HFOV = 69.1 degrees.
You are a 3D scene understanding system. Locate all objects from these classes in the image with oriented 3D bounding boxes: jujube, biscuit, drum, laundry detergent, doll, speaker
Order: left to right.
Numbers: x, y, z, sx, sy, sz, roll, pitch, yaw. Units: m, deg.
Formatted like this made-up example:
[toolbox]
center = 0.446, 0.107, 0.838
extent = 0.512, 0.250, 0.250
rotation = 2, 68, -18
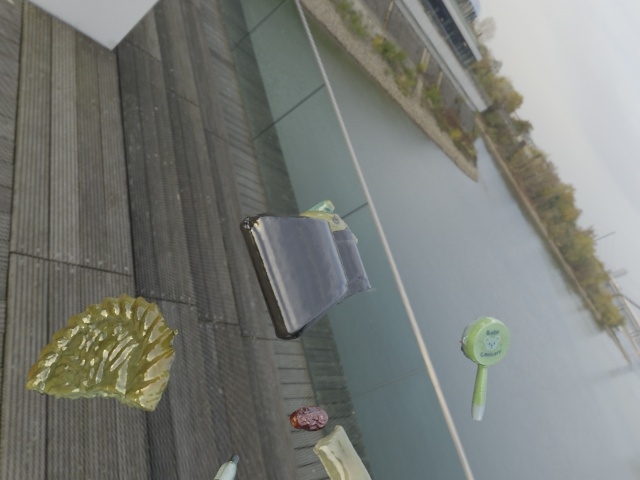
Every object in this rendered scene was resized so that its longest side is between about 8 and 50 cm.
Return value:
[biscuit]
center = -0.345, 0.169, 0.749
extent = 0.036, 0.274, 0.187
rotation = 59, 34, -49
[laundry detergent]
center = -0.395, 0.974, 1.882
extent = 0.225, 0.070, 0.099
rotation = -59, 148, -53
[jujube]
center = -0.038, 0.536, 1.395
extent = 0.129, 0.077, 0.077
rotation = 16, 49, -45
[speaker]
center = -0.002, 0.044, 0.804
extent = 0.388, 0.184, 0.179
rotation = 86, -15, -84
[doll]
center = 0.000, 0.000, 1.182
extent = 0.177, 0.162, 0.260
rotation = 56, 6, -8
[drum]
center = 0.407, 0.303, 1.123
extent = 0.049, 0.130, 0.253
rotation = -155, -129, -67

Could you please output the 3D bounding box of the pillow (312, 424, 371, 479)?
[pillow]
center = 0.069, 0.710, 1.482
extent = 0.208, 0.119, 0.053
rotation = 56, -18, 18
